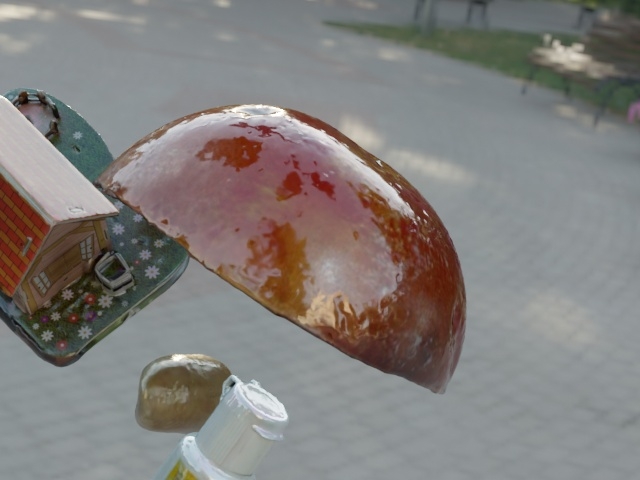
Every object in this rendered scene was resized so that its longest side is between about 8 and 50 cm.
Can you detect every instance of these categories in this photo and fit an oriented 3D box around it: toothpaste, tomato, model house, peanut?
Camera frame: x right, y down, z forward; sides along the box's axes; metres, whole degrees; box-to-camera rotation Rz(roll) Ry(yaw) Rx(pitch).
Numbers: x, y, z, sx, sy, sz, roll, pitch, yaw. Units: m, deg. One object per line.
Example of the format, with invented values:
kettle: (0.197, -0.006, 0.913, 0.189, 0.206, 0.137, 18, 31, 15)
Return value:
toothpaste: (-0.120, 0.215, 0.908, 0.056, 0.314, 0.058, 17, 25, -49)
tomato: (0.002, -0.012, 1.234, 0.338, 0.143, 0.338, 32, 5, -3)
model house: (-0.281, -0.055, 1.498, 0.207, 0.154, 0.294, -39, 68, -18)
peanut: (-0.129, 0.143, 1.421, 0.076, 0.076, 0.152, 15, 2, 25)
